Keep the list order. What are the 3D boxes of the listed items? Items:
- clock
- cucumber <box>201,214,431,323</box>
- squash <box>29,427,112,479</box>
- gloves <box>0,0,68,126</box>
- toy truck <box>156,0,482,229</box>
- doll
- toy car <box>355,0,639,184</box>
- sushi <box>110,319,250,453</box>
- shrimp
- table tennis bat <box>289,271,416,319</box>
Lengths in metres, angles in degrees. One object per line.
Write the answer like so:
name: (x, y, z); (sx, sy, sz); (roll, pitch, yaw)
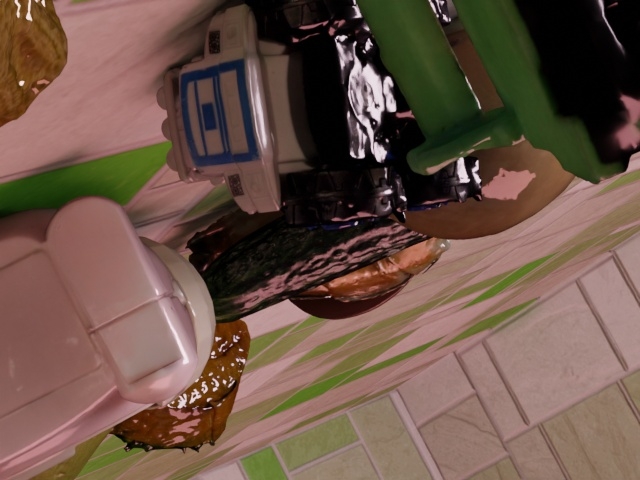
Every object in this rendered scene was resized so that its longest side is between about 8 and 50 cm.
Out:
clock: (-0.243, 0.103, 1.200); (0.342, 0.184, 0.326); (-21, 173, -5)
cucumber: (0.000, 0.001, 1.359); (0.241, 0.074, 0.074); (-25, 169, -1)
squash: (-0.219, 0.109, 1.506); (0.137, 0.137, 0.287); (-14, 152, -51)
gloves: (-0.183, -0.087, 0.374); (0.155, 0.203, 0.356); (-14, 169, 20)
toy truck: (-0.009, -0.085, 1.017); (0.177, 0.161, 0.213); (-7, -177, 37)
doll: (0.182, -0.114, 1.214); (0.330, 0.174, 0.235); (-28, 180, 4)
toy car: (0.196, -0.177, 0.877); (0.359, 0.213, 0.176); (-34, -165, -12)
sushi: (-0.172, 0.170, 1.740); (0.287, 0.149, 0.140); (-25, 174, -43)
shrimp: (-0.005, 0.001, 1.435); (0.294, 0.154, 0.062); (-20, -153, -1)
table tennis bat: (0.056, -0.013, 1.502); (0.220, 0.130, 0.019); (-35, 161, 4)
